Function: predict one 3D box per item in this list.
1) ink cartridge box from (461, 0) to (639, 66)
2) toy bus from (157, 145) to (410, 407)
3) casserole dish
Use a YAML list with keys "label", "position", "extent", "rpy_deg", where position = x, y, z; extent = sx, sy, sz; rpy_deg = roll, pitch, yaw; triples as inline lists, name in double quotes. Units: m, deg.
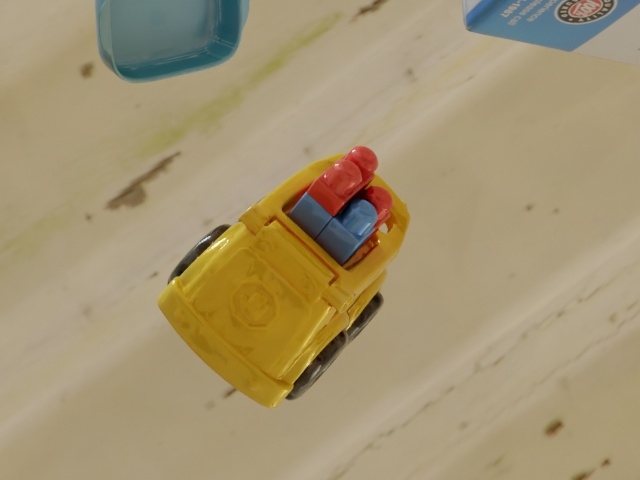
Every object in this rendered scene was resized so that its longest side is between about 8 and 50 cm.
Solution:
- label: "ink cartridge box"
  position: [0.328, -0.235, 1.072]
  extent: [0.285, 0.395, 0.166]
  rpy_deg: [-39, -131, 55]
- label: "toy bus"
  position: [0.000, 0.000, 1.337]
  extent: [0.149, 0.220, 0.211]
  rpy_deg: [42, -56, 6]
- label: "casserole dish"
  position: [-0.141, -0.208, 1.466]
  extent: [0.037, 0.188, 0.114]
  rpy_deg: [14, -68, 38]
